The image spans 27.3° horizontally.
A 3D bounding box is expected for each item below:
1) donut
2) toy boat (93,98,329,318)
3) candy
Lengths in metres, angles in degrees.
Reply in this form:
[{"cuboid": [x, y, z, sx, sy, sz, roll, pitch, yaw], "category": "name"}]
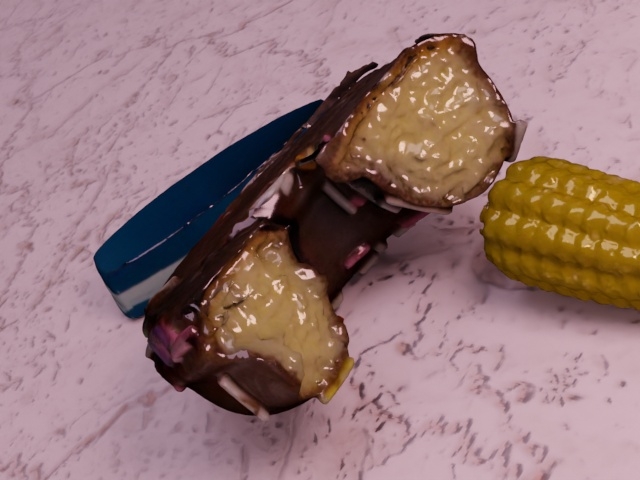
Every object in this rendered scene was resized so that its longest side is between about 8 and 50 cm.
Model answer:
[{"cuboid": [-0.004, 0.000, 1.044, 0.345, 0.136, 0.259, -50, 9, -19], "category": "donut"}, {"cuboid": [-0.086, -0.041, 1.273, 0.299, 0.062, 0.096, -37, 33, -6], "category": "toy boat"}, {"cuboid": [0.218, 0.004, 0.942, 0.106, 0.094, 0.199, -13, 24, -43], "category": "candy"}]
